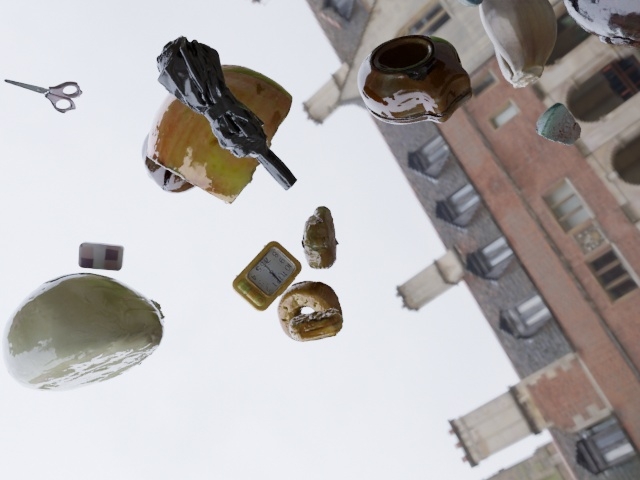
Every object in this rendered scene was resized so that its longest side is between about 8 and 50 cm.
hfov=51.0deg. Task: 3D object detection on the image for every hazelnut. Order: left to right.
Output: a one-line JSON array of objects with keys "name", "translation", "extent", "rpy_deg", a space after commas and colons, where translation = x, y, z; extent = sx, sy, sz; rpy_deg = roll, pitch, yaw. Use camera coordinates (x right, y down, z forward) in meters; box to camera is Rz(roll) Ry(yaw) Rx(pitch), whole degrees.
[{"name": "hazelnut", "translation": [-0.440, -0.255, 2.078], "extent": [0.218, 0.218, 0.234], "rpy_deg": [13, -144, -52]}]

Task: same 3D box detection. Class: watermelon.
[{"name": "watermelon", "translation": [0.590, -0.294, 1.665], "extent": [0.094, 0.081, 0.180], "rpy_deg": [33, -146, -19]}]

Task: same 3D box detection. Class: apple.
[{"name": "apple", "translation": [-0.217, -0.260, 1.553], "extent": [0.314, 0.309, 0.252], "rpy_deg": [30, -178, 24]}]

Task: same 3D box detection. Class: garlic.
[{"name": "garlic", "translation": [0.567, -0.647, 2.053], "extent": [0.340, 0.246, 0.231], "rpy_deg": [49, 168, -8]}]

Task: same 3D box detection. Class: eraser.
[{"name": "eraser", "translation": [-0.537, 0.039, 1.643], "extent": [0.105, 0.065, 0.026], "rpy_deg": [4, -170, -9]}]

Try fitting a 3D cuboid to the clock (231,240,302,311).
[{"name": "clock", "translation": [-0.166, 0.112, 2.078], "extent": [0.143, 0.202, 0.096], "rpy_deg": [42, 169, 1]}]

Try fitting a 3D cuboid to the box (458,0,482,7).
[{"name": "box", "translation": [0.269, -0.551, 1.219], "extent": [0.162, 0.130, 0.227], "rpy_deg": [31, -118, -6]}]

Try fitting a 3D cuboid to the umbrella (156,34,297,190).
[{"name": "umbrella", "translation": [-0.163, -0.225, 1.232], "extent": [0.340, 0.118, 0.118], "rpy_deg": [46, -154, -15]}]

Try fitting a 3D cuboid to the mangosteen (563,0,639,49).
[{"name": "mangosteen", "translation": [0.520, -0.449, 1.058], "extent": [0.288, 0.288, 0.288], "rpy_deg": [38, -151, -26]}]

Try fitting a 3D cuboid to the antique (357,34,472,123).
[{"name": "antique", "translation": [0.202, -0.363, 1.491], "extent": [0.278, 0.223, 0.129], "rpy_deg": [42, 168, 45]}]

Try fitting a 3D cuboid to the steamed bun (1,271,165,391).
[{"name": "steamed bun", "translation": [-0.547, 0.190, 1.520], "extent": [0.312, 0.334, 0.233], "rpy_deg": [61, -176, -71]}]

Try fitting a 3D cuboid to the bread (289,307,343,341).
[{"name": "bread", "translation": [-0.008, 0.166, 1.330], "extent": [0.083, 0.111, 0.044], "rpy_deg": [-66, -35, -75]}]

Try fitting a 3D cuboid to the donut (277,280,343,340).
[{"name": "donut", "translation": [-0.040, 0.241, 2.276], "extent": [0.226, 0.226, 0.114], "rpy_deg": [49, -156, -5]}]

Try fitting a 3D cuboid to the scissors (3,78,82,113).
[{"name": "scissors", "translation": [-0.706, -0.381, 1.707], "extent": [0.189, 0.100, 0.015], "rpy_deg": [9, -141, -42]}]

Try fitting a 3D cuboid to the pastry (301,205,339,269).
[{"name": "pastry", "translation": [0.000, 0.000, 2.260], "extent": [0.218, 0.100, 0.229], "rpy_deg": [-81, -18, -53]}]
